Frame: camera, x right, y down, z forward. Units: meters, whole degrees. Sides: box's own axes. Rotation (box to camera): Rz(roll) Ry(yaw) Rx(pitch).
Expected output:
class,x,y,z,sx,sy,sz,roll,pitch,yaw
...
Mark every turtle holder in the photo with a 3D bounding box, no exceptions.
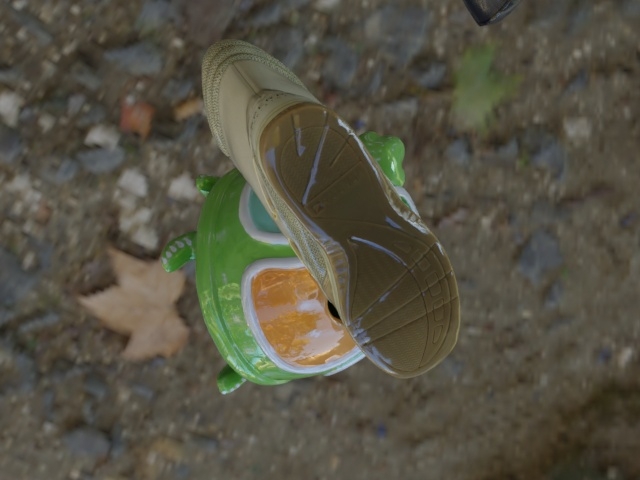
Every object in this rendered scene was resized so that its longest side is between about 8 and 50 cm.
class,x,y,z,sx,sy,sz,roll,pitch,yaw
turtle holder,0.002,0.019,1.960,0.227,0.320,0.243,-13,93,26

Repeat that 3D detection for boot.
class,x,y,z,sx,sy,sz,roll,pitch,yaw
boot,0.003,-0.028,1.407,0.095,0.203,0.262,-37,121,-3

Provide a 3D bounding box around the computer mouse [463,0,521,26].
class,x,y,z,sx,sy,sz,roll,pitch,yaw
computer mouse,0.113,-0.248,1.293,0.060,0.262,0.184,27,148,-16
